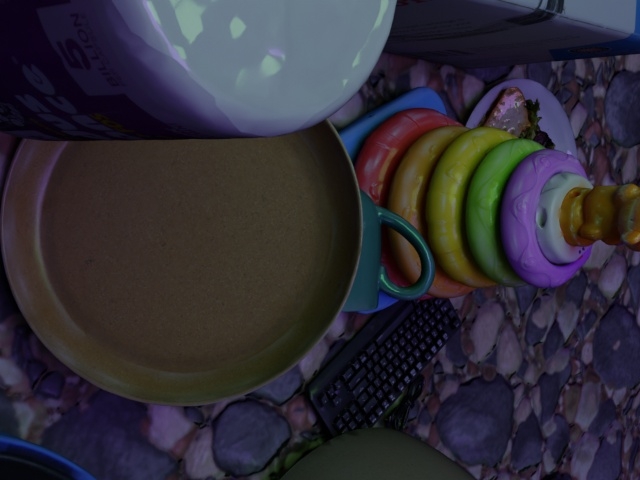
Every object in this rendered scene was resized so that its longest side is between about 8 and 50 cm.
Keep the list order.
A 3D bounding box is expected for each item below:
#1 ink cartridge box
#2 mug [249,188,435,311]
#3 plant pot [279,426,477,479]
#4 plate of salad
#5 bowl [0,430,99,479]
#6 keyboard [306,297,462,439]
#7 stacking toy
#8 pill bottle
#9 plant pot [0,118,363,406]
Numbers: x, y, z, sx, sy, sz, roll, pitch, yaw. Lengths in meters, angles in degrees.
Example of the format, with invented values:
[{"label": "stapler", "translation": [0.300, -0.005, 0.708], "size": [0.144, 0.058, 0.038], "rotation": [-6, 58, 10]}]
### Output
[{"label": "ink cartridge box", "translation": [0.098, -0.217, 0.803], "size": [0.307, 0.223, 0.129], "rotation": [1, 93, -43]}, {"label": "mug", "translation": [-0.008, 0.000, 0.788], "size": [0.158, 0.129, 0.097], "rotation": [2, 91, -30]}, {"label": "plant pot", "translation": [0.083, 0.317, 0.853], "size": [0.284, 0.191, 0.284], "rotation": [-11, 107, -40]}, {"label": "plate of salad", "translation": [0.204, -0.059, 1.036], "size": [0.200, 0.048, 0.199], "rotation": [-5, 97, -43]}, {"label": "bowl", "translation": [-0.225, 0.291, 0.589], "size": [0.391, 0.077, 0.391], "rotation": [18, 66, -47]}, {"label": "keyboard", "translation": [0.067, 0.117, 0.946], "size": [0.180, 0.023, 0.108], "rotation": [-43, 121, -30]}, {"label": "stacking toy", "translation": [0.151, -0.023, 0.819], "size": [0.175, 0.302, 0.165], "rotation": [-35, 116, -36]}, {"label": "pill bottle", "translation": [-0.118, -0.135, 0.559], "size": [0.169, 0.302, 0.169], "rotation": [-5, 97, -42]}, {"label": "plant pot", "translation": [-0.091, -0.010, 0.700], "size": [0.236, 0.032, 0.236], "rotation": [0, 87, -1]}]
